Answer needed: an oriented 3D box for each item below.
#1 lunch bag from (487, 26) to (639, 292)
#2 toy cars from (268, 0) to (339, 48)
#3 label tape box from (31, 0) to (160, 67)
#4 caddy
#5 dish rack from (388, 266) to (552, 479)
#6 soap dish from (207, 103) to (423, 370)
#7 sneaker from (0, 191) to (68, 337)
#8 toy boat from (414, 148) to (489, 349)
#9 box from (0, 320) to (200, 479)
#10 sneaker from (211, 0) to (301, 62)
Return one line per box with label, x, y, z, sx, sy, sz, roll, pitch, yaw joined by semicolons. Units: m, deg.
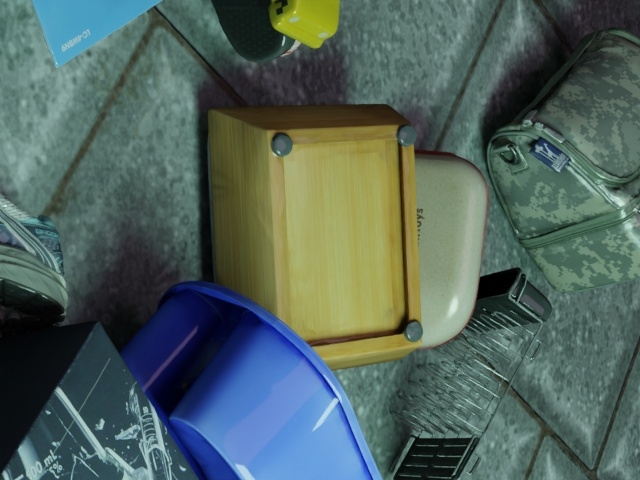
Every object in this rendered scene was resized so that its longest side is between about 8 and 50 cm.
lunch bag;0.369;-0.112;1.943;0.256;0.213;0.305;54;51;-14
toy cars;0.014;-0.357;1.526;0.176;0.087;0.393;57;32;-27
label tape box;-0.252;-0.359;1.306;0.249;0.115;0.347;-43;123;-40
caddy;-0.067;0.192;1.422;0.179;0.241;0.341;-47;133;-31
dish rack;0.159;0.170;1.721;0.074;0.208;0.271;34;73;-11
soap dish;0.000;0.000;1.558;0.229;0.118;0.290;-5;93;-34
sneaker;-0.340;-0.018;1.245;0.283;0.110;0.122;32;40;-37
toy boat;0.120;0.014;1.732;0.151;0.151;0.231;35;62;-75
box;-0.245;0.299;1.216;0.312;0.179;0.343;61;32;-28
sneaker;-0.083;-0.320;1.522;0.270;0.090;0.145;65;26;-8
